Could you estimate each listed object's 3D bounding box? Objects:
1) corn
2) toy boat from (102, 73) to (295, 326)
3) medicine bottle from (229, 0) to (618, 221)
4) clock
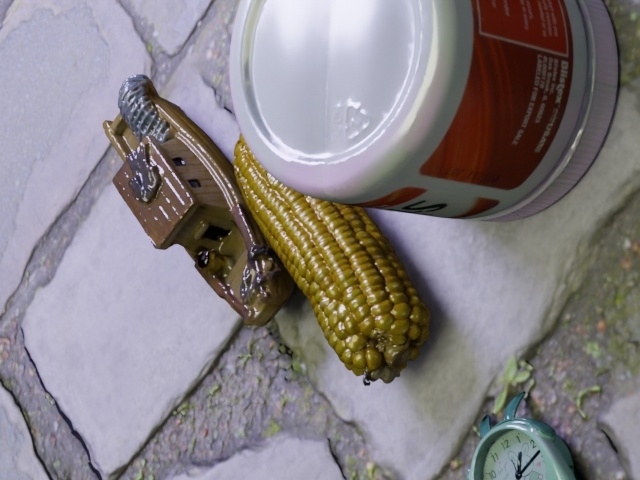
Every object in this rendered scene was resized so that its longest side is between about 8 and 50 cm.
[{"bbox_3d":[0.002,-0.003,1.842,0.102,0.102,0.313,-52,54,27],"label":"corn"},{"bbox_3d":[-0.128,-0.038,1.960,0.089,0.121,0.321,-50,54,21],"label":"toy boat"},{"bbox_3d":[0.086,-0.148,1.680,0.252,0.241,0.253,-6,82,44],"label":"medicine bottle"},{"bbox_3d":[0.174,0.198,1.696,0.101,0.041,0.135,-39,59,35],"label":"clock"}]
